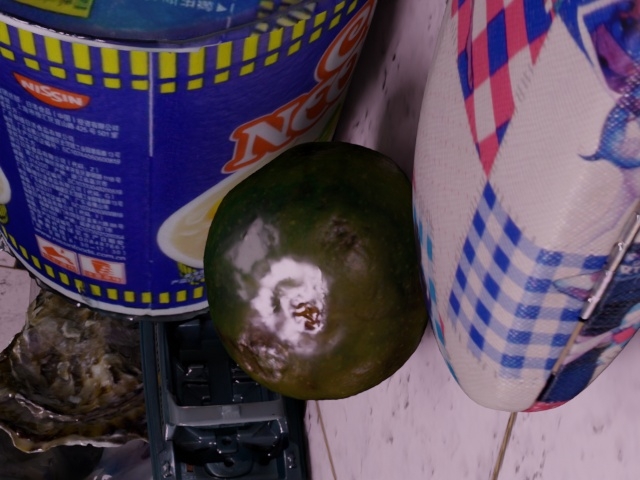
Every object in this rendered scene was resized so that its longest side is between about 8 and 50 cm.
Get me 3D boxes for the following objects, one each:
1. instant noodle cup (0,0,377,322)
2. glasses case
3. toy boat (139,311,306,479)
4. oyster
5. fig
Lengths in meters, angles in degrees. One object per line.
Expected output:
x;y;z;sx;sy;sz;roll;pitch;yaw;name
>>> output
-0.091;-0.117;0.925;0.312;0.284;0.284;98;168;-58;instant noodle cup
0.087;-0.072;0.515;0.327;0.076;0.125;107;158;-51;glasses case
-0.064;0.064;1.104;0.103;0.093;0.246;97;168;-53;toy boat
-0.169;0.107;1.418;0.158;0.162;0.351;-59;5;16;oyster
0.000;0.000;0.845;0.177;0.117;0.117;-92;9;-66;fig
